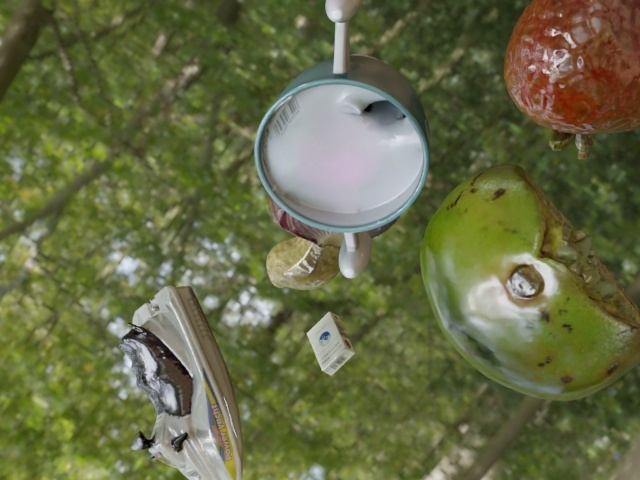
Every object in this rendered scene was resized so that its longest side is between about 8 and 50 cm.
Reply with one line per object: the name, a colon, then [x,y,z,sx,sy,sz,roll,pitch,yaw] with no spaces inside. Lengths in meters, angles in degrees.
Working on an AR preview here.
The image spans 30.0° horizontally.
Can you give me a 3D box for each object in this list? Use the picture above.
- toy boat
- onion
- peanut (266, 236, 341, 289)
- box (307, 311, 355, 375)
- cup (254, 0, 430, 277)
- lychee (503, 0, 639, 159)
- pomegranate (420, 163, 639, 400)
toy boat: [-0.178,0.196,1.498,0.141,0.141,0.269,13,-120,-54]
onion: [0.015,-0.074,1.580,0.206,0.151,0.098,8,-163,-40]
peanut: [0.000,0.000,1.795,0.098,0.229,0.103,29,-150,-21]
box: [0.015,0.154,1.787,0.024,0.054,0.083,28,-155,-37]
cup: [0.032,-0.113,1.206,0.168,0.299,0.173,1,-156,9]
lychee: [0.374,-0.247,1.656,0.255,0.300,0.255,12,-141,-10]
pomegranate: [0.260,0.069,1.531,0.309,0.216,0.358,50,-174,10]
